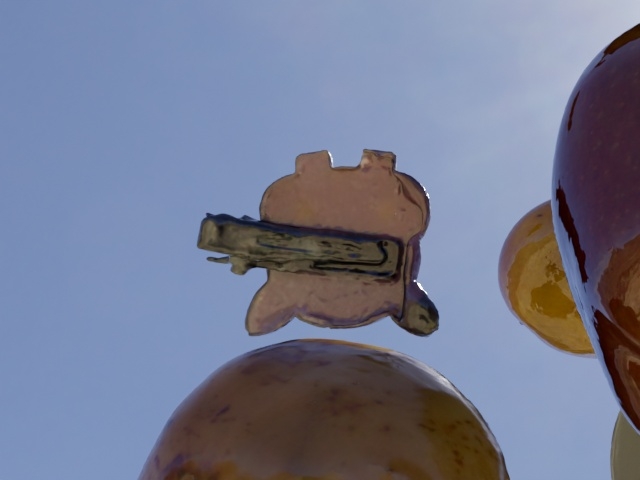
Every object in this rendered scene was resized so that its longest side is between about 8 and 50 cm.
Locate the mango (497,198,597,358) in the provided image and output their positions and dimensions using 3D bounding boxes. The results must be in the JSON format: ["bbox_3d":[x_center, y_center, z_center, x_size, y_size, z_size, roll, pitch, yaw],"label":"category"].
[{"bbox_3d":[0.309,0.037,1.639,0.255,0.139,0.175,0,-62,-3],"label":"mango"}]

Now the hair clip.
[{"bbox_3d":[0.001,0.001,1.226,0.187,0.146,0.056,1,-9,7],"label":"hair clip"}]

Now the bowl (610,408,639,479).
[{"bbox_3d":[0.422,0.207,1.449,0.287,0.144,0.287,15,-66,37],"label":"bowl"}]

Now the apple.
[{"bbox_3d":[0.287,-0.010,0.987,0.288,0.317,0.288,6,-48,7],"label":"apple"}]

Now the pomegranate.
[{"bbox_3d":[0.006,0.177,0.912,0.248,0.248,0.248,11,-40,9],"label":"pomegranate"}]
